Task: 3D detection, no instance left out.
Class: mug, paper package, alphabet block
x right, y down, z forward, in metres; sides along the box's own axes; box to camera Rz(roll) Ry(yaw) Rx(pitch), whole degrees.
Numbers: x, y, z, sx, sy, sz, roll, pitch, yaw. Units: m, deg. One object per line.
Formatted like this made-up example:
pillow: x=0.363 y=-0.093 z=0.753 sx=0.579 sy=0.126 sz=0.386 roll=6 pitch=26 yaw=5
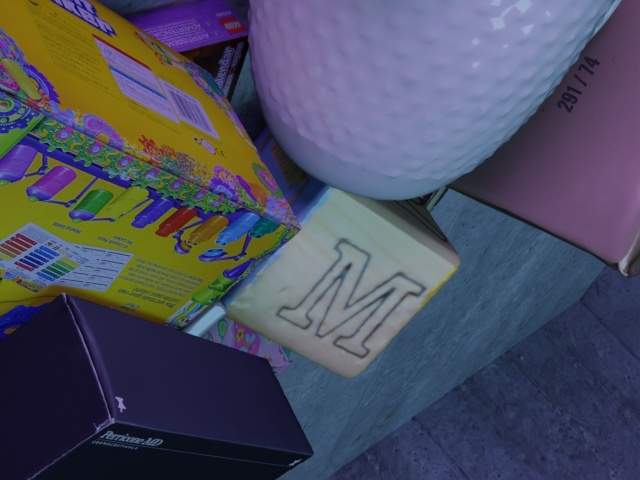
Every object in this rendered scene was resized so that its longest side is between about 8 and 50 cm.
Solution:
mug: x=0.121 y=-0.212 z=0.797 sx=0.374 sy=0.276 sz=0.328 roll=-10 pitch=139 yaw=-35
paper package: x=0.275 y=-0.168 z=1.070 sx=0.324 sy=0.310 sz=0.168 roll=-65 pitch=156 yaw=7
alphabet block: x=0.000 y=0.000 z=1.071 sx=0.197 sy=0.192 sz=0.193 roll=32 pitch=110 yaw=-31

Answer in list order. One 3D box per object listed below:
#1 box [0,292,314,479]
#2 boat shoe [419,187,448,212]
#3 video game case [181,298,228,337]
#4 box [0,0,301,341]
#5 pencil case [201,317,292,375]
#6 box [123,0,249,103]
box: x=-0.151 y=0.153 z=0.711 sx=0.184 sy=0.103 sz=0.261 roll=-34 pitch=152 yaw=14
boat shoe: x=0.120 y=-0.048 z=1.418 sx=0.257 sy=0.095 sz=0.095 roll=-45 pitch=164 yaw=6
video game case: x=-0.207 y=0.094 z=1.020 sx=0.212 sy=0.193 sz=0.023 roll=-42 pitch=124 yaw=0
box: x=-0.223 y=-0.020 z=0.656 sx=0.279 sy=0.177 sz=0.290 roll=-40 pitch=150 yaw=15
pencil case: x=-0.134 y=0.129 z=1.281 sx=0.124 sy=0.124 sz=0.284 roll=-46 pitch=157 yaw=11
box: x=-0.189 y=-0.072 z=0.885 sx=0.201 sy=0.057 sz=0.293 roll=-23 pitch=152 yaw=-37
